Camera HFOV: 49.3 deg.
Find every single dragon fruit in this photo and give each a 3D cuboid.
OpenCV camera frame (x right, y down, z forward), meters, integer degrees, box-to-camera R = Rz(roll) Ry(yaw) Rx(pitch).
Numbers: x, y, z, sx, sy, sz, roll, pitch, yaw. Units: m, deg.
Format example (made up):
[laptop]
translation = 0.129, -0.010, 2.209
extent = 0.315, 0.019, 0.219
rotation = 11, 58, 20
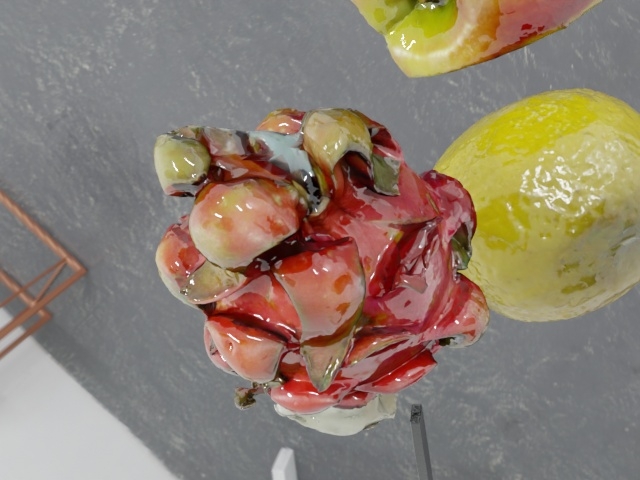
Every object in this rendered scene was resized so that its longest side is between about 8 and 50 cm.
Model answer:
[dragon fruit]
translation = 0.005, 0.017, 0.522
extent = 0.228, 0.307, 0.243
rotation = -15, 99, 13

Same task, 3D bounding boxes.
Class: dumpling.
[dumpling]
translation = 0.020, 0.217, 1.032
extent = 0.199, 0.136, 0.118
rotation = 5, 149, -30

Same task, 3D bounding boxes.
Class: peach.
[peach]
translation = 0.198, -0.374, 0.744
extent = 0.306, 0.380, 0.242
rotation = -12, 120, 39

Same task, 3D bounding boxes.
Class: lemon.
[lemon]
translation = 0.260, -0.044, 0.780
extent = 0.310, 0.253, 0.253
rotation = -29, 106, -2

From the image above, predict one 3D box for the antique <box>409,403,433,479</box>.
[antique]
translation = 0.138, 0.295, 0.945
extent = 0.015, 0.031, 0.192
rotation = 0, 127, 18
